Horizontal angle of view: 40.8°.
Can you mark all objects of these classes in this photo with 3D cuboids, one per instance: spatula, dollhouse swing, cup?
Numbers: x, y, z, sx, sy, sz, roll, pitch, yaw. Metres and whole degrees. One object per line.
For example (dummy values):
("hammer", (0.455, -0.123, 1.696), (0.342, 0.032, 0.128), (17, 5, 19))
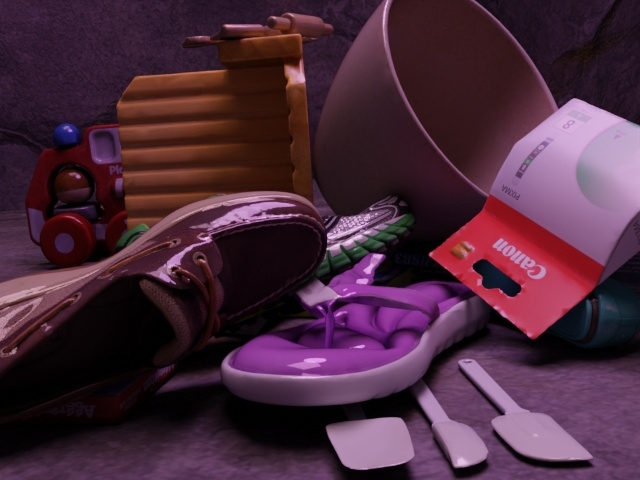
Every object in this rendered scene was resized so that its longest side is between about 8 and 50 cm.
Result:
("spatula", (0.082, 0.127, 0.666), (0.168, 0.019, 0.242), (-5, 8, -5))
("dollhouse swing", (-0.165, -0.107, 1.261), (0.304, 0.347, 0.315), (-3, 8, -1))
("cup", (0.125, -0.127, 1.108), (0.331, 0.331, 0.237), (-13, -16, -47))

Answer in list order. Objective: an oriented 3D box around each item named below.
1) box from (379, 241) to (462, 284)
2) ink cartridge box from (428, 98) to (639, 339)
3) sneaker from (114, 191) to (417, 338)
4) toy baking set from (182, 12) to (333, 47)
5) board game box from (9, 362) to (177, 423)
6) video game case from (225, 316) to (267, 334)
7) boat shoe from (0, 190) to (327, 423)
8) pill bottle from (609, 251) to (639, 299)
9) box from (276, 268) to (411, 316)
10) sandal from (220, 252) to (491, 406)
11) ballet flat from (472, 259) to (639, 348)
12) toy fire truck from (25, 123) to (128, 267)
("box", (0.199, 0.011, 1.241), (0.293, 0.073, 0.295), (7, 15, 43))
("ink cartridge box", (0.229, -0.032, 0.837), (0.224, 0.056, 0.181), (-37, 37, -7))
("sneaker", (-0.051, 0.002, 0.915), (0.343, 0.146, 0.134), (-15, -16, -24))
("toy baking set", (-0.085, -0.301, 1.246), (0.196, 0.030, 0.256), (2, 10, 33))
("board game box", (-0.288, 0.131, 0.785), (0.281, 0.027, 0.145), (-2, 10, 10))
("video game case", (-0.107, 0.045, 1.059), (0.173, 0.022, 0.190), (1, 35, 31))
("boat shoe", (-0.130, 0.058, 0.709), (0.341, 0.123, 0.123), (-18, 28, -24))
("pill bottle", (0.344, -0.009, 0.927), (0.107, 0.180, 0.108), (-3, 8, 0))
("box", (0.033, 0.064, 1.058), (0.178, 0.043, 0.109), (-2, 9, 21))
("sandal", (0.039, 0.062, 0.801), (0.169, 0.102, 0.416), (-3, 4, 25))
("ballet flat", (0.244, 0.059, 0.895), (0.087, 0.083, 0.247), (6, 8, -19))
("toy fire truck", (-0.392, -0.091, 1.577), (0.302, 0.254, 0.169), (-3, 10, 8))
